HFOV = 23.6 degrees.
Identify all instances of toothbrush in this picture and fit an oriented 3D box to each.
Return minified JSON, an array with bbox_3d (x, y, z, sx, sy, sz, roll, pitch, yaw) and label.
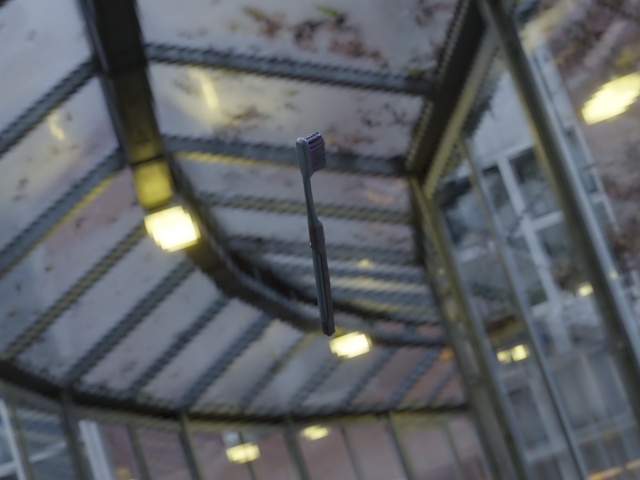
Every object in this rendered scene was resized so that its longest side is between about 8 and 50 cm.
[{"bbox_3d":[0.000,0.000,0.500,0.008,0.006,0.097,-26,-38,-17],"label":"toothbrush"}]
